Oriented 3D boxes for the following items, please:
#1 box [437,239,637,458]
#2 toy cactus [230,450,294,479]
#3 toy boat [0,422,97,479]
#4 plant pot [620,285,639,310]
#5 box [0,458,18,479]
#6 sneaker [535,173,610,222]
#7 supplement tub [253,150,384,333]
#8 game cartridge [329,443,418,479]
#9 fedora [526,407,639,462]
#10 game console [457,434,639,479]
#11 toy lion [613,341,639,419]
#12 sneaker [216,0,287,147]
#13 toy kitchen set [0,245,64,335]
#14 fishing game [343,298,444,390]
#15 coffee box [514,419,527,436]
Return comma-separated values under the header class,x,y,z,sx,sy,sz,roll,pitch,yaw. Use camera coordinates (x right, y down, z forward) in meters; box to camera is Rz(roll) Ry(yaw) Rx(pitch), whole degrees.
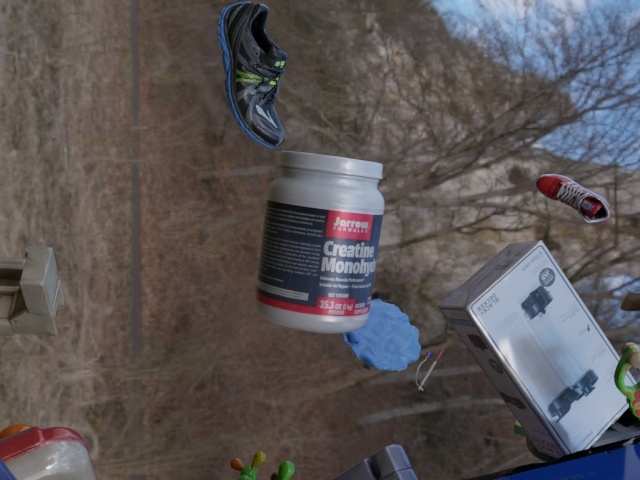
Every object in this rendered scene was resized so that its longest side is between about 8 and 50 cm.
class,x,y,z,sx,sy,sz,roll,pitch,yaw
box,0.329,0.164,1.017,0.290,0.169,0.087,53,-17,-7
toy cactus,-0.126,0.478,1.169,0.112,0.219,0.180,4,-61,35
toy boat,-0.383,0.306,0.887,0.151,0.151,0.231,49,-33,37
plant pot,0.710,0.093,1.334,0.236,0.237,0.032,152,-78,-74
box,-0.220,0.127,0.306,0.225,0.136,0.036,43,-51,15
sneaker,0.386,-0.064,1.033,0.067,0.119,0.042,-52,164,-68
supplement tub,0.000,0.000,1.102,0.191,0.191,0.272,-152,-111,-74
game cartridge,0.020,0.467,0.933,0.355,0.068,0.230,-39,-116,23
fedora,0.563,0.396,1.262,0.334,0.334,0.152,180,-111,-76
game console,0.317,0.367,0.847,0.250,0.293,0.173,-64,135,-75
toy lion,0.431,0.192,0.887,0.034,0.100,0.096,-87,-165,-75
sneaker,-0.078,-0.211,0.865,0.067,0.078,0.188,-28,108,-63
toy kitchen set,-0.240,0.024,0.512,0.075,0.083,0.068,106,-16,-51
fishing game,0.125,0.203,1.429,0.189,0.264,0.041,-45,168,-48
coffee box,0.548,0.398,1.621,0.113,0.184,0.040,14,-42,34
